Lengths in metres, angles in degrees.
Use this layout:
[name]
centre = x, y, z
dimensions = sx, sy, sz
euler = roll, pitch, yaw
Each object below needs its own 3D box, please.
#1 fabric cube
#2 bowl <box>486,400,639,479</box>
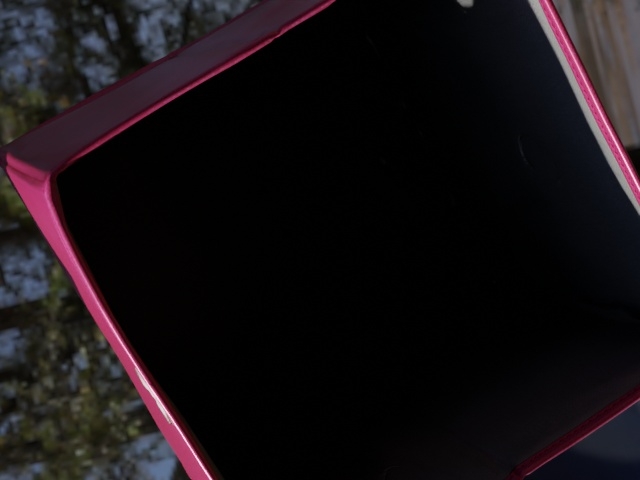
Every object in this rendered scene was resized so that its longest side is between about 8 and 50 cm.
[fabric cube]
centre = 0.000, 0.000, 0.739
dimensions = 0.254, 0.259, 0.258
euler = 61, 167, -15
[bowl]
centre = 0.190, 0.264, 1.279
dimensions = 0.077, 0.391, 0.391
euler = 22, -126, -77
